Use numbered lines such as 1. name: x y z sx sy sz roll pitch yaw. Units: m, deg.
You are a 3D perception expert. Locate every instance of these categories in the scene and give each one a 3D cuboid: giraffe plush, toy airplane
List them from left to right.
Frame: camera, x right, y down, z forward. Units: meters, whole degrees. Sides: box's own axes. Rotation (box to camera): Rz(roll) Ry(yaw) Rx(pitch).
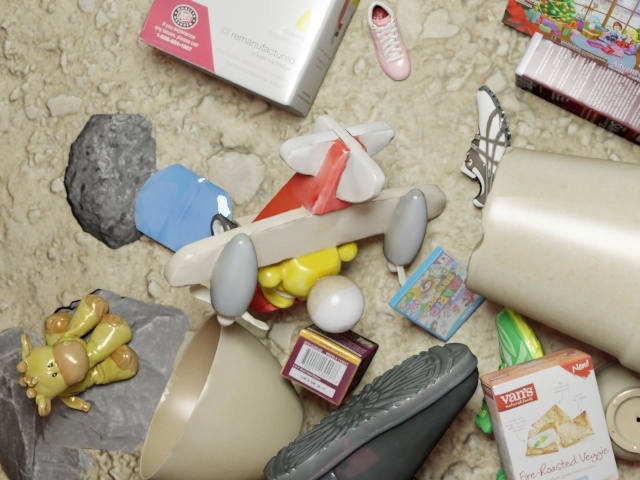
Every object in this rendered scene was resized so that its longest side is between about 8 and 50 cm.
1. giraffe plush: -0.432 0.203 1.629 0.181 0.170 0.210 46 98 8
2. toy airplane: 0.000 0.000 1.437 0.386 0.384 0.273 -27 75 8

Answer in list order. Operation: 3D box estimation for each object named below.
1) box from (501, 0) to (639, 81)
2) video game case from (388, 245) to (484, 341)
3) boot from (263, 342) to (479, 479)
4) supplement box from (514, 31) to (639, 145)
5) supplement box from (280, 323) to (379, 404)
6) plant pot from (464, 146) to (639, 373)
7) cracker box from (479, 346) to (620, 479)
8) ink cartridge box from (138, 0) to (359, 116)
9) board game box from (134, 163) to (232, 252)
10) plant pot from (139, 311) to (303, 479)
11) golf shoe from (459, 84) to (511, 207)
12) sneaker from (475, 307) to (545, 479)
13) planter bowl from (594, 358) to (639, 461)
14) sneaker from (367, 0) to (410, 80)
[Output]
1. box: 0.433 -0.349 1.445 0.293 0.201 0.057 27 61 10
2. video game case: 0.191 0.087 1.520 0.119 0.166 0.015 -50 46 7
3. boot: 0.186 0.419 1.460 0.367 0.146 0.445 -34 100 10
4. supplement box: 0.420 -0.225 1.482 0.239 0.130 0.073 28 96 11
5. supplement box: 0.018 0.187 1.530 0.104 0.188 0.081 28 97 10
6. plant pot: 0.381 0.011 1.388 0.305 0.334 0.334 16 93 12
7. cracker box: 0.342 0.292 1.431 0.155 0.067 0.232 -17 98 -7
8. ink cartridge box: -0.080 -0.436 1.565 0.279 0.160 0.385 25 94 10
9. board game box: -0.231 -0.049 1.662 0.168 0.033 0.133 30 90 5
10. plant pot: -0.140 0.281 1.542 0.190 0.284 0.284 26 95 -14
11. golf shoe: 0.261 -0.147 1.540 0.093 0.077 0.198 -13 86 11
12. sneaker: 0.302 0.253 1.514 0.123 0.109 0.296 -7 89 7
13. planter bowl: 0.481 0.266 1.479 0.162 0.109 0.162 0 89 11
14. sneaker: 0.108 -0.328 1.574 0.051 0.070 0.134 -18 87 9
